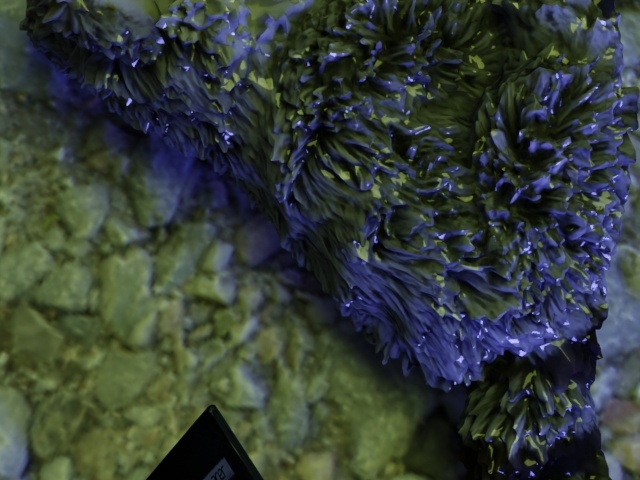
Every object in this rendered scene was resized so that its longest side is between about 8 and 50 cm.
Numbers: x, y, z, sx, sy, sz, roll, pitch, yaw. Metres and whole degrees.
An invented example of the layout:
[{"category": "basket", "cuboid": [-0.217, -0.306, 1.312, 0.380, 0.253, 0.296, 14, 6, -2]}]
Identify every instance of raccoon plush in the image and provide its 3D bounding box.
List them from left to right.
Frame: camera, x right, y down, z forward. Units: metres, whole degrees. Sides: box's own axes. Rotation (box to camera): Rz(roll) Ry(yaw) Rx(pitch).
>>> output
[{"category": "raccoon plush", "cuboid": [0.000, 0.000, 1.018, 0.299, 0.216, 0.446, -2, 68, -13]}]

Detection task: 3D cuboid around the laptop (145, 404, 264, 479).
[{"category": "laptop", "cuboid": [0.041, 0.192, 0.915, 0.264, 0.234, 0.136, 9, 65, -16]}]
